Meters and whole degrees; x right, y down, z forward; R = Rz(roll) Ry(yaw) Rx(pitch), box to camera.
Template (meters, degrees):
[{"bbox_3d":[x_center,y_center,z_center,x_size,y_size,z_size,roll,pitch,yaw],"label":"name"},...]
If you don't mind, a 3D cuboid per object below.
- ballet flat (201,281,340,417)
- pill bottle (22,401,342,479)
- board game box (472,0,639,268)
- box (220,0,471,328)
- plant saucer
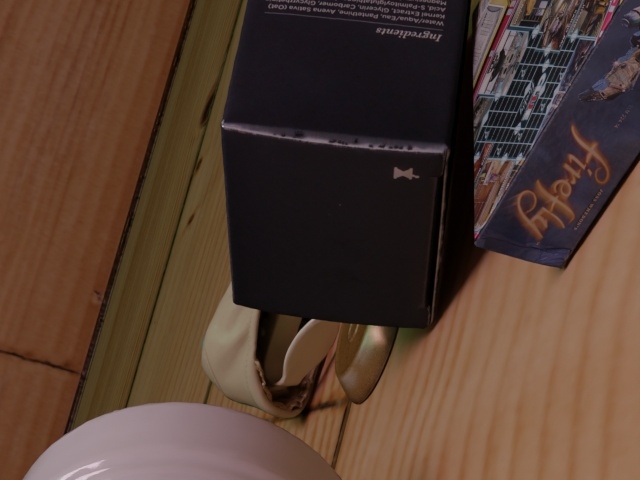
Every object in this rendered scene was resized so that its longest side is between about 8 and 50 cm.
[{"bbox_3d":[0.000,0.000,1.079,0.086,0.086,0.248,-102,30,-67],"label":"ballet flat"},{"bbox_3d":[-0.068,0.235,0.676,0.363,0.210,0.210,-88,19,-59],"label":"pill bottle"},{"bbox_3d":[0.130,-0.128,0.715,0.165,0.042,0.243,-84,17,-46],"label":"board game box"},{"bbox_3d":[0.019,-0.083,0.900,0.153,0.108,0.207,91,-172,-53],"label":"box"},{"bbox_3d":[0.025,0.051,1.003,0.083,0.015,0.083,-163,90,-79],"label":"plant saucer"}]
